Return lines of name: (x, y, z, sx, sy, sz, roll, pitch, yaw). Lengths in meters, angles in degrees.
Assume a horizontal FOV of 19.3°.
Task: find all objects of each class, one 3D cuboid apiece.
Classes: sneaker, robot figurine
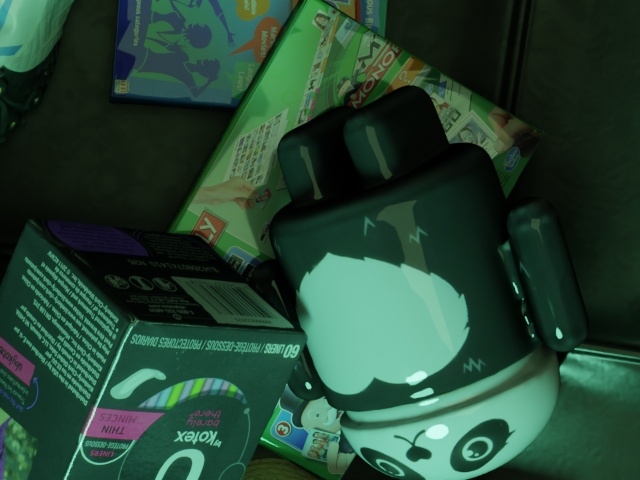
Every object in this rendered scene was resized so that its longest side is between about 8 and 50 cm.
sneaker: (-0.239, -0.169, 1.433, 0.086, 0.085, 0.237, 26, 87, 20)
robot figurine: (0.065, 0.037, 1.338, 0.173, 0.209, 0.278, -22, 99, -18)

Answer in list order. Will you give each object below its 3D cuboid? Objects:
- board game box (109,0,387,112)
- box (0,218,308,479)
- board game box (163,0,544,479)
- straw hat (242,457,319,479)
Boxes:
board game box: (-0.054, -0.179, 1.469, 0.210, 0.047, 0.160, 4, 87, -9)
box: (-0.154, 0.139, 1.313, 0.165, 0.143, 0.270, 6, 115, -44)
board game box: (0.000, 0.000, 1.438, 0.213, 0.046, 0.317, 30, 92, -9)
straw hat: (-0.038, 0.241, 1.441, 0.144, 0.061, 0.145, 0, 87, -7)
